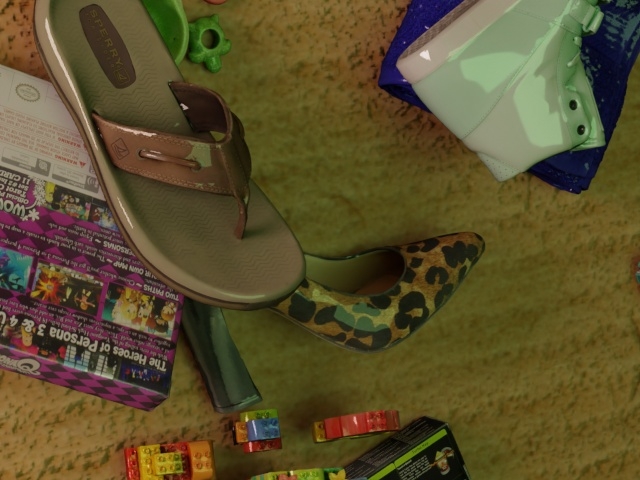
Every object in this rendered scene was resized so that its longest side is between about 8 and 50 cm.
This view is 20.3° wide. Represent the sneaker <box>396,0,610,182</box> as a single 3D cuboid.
[{"bbox_3d":[0.198,-0.156,1.398,0.256,0.094,0.151,-39,101,-8],"label":"sneaker"}]

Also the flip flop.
[{"bbox_3d":[-0.101,-0.075,1.230,0.112,0.080,0.277,-27,87,-36],"label":"flip flop"}]

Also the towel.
[{"bbox_3d":[0.197,-0.216,1.483,0.227,0.076,0.308,26,82,-30],"label":"towel"}]

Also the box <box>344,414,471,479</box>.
[{"bbox_3d":[0.055,0.270,1.469,0.190,0.045,0.184,-31,107,-23],"label":"box"}]

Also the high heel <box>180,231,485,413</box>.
[{"bbox_3d":[0.000,0.000,1.377,0.261,0.093,0.186,-27,114,-16],"label":"high heel"}]

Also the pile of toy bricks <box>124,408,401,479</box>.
[{"bbox_3d":[-0.031,0.184,1.346,0.212,0.105,0.118,-5,80,-21],"label":"pile of toy bricks"}]

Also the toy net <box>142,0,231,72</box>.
[{"bbox_3d":[-0.117,-0.236,1.318,0.122,0.045,0.232,-8,99,-28],"label":"toy net"}]

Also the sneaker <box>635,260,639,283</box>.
[{"bbox_3d":[0.350,0.068,1.610,0.076,0.065,0.166,-38,113,-26],"label":"sneaker"}]

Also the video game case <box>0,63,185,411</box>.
[{"bbox_3d":[-0.199,-0.012,1.227,0.232,0.042,0.210,18,59,-20],"label":"video game case"}]
